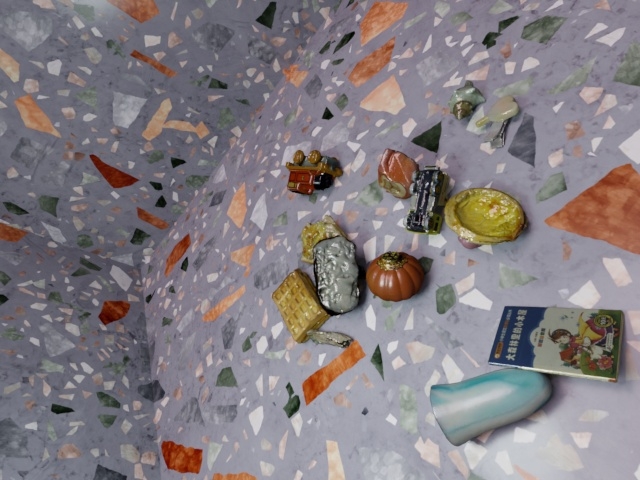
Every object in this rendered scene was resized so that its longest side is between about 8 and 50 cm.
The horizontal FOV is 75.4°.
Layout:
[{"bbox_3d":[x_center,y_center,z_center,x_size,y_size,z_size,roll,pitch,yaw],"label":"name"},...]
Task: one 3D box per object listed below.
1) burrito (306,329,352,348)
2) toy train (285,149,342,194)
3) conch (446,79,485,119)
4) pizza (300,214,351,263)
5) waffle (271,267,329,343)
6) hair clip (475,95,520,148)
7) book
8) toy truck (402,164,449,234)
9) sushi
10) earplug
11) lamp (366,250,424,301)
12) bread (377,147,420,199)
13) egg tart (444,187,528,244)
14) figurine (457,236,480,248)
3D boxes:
[{"bbox_3d":[0.040,0.426,1.794,0.230,0.058,0.063,-1,84,37],"label":"burrito"},{"bbox_3d":[-0.056,-0.365,2.266,0.369,0.163,0.231,13,92,49],"label":"toy train"},{"bbox_3d":[0.612,-0.597,1.732,0.137,0.114,0.234,25,82,36],"label":"conch"},{"bbox_3d":[0.000,0.000,1.998,0.323,0.089,0.223,-19,89,39],"label":"pizza"},{"bbox_3d":[-0.097,0.310,1.984,0.224,0.098,0.327,-51,44,15],"label":"waffle"},{"bbox_3d":[0.690,-0.469,1.616,0.159,0.071,0.218,11,73,51],"label":"hair clip"},{"bbox_3d":[0.665,0.281,1.184,0.322,0.018,0.228,-6,37,44],"label":"book"},{"bbox_3d":[0.434,-0.153,1.642,0.124,0.157,0.272,11,89,46],"label":"toy truck"},{"bbox_3d":[0.082,0.151,1.799,0.207,0.234,0.348,109,158,-78],"label":"sushi"},{"bbox_3d":[0.509,0.461,1.218,0.324,0.185,0.185,-32,48,23],"label":"earplug"},{"bbox_3d":[0.286,0.137,1.596,0.223,0.196,0.223,-12,31,7],"label":"lamp"},{"bbox_3d":[0.331,-0.270,1.762,0.190,0.244,0.123,32,85,14],"label":"bread"},{"bbox_3d":[0.574,-0.077,1.452,0.279,0.095,0.279,-6,50,8],"label":"egg tart"},{"bbox_3d":[0.542,-0.004,1.503,0.083,0.067,0.071,1,78,11],"label":"figurine"}]
